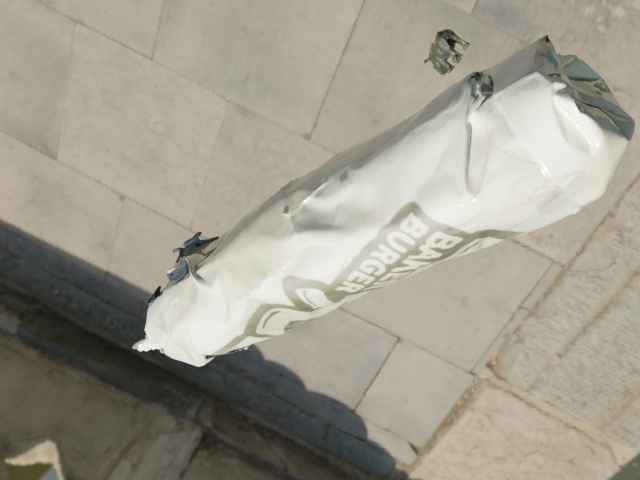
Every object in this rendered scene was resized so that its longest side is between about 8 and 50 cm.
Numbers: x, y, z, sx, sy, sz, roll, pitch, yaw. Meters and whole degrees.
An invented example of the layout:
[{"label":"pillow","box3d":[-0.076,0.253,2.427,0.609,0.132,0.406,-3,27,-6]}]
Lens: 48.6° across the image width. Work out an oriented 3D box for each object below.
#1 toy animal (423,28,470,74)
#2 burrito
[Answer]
[{"label":"toy animal","box3d":[0.234,-0.351,1.338,0.065,0.136,0.047,39,84,5]},{"label":"burrito","box3d":[0.000,0.000,0.497,0.445,0.139,0.101,-28,100,40]}]
